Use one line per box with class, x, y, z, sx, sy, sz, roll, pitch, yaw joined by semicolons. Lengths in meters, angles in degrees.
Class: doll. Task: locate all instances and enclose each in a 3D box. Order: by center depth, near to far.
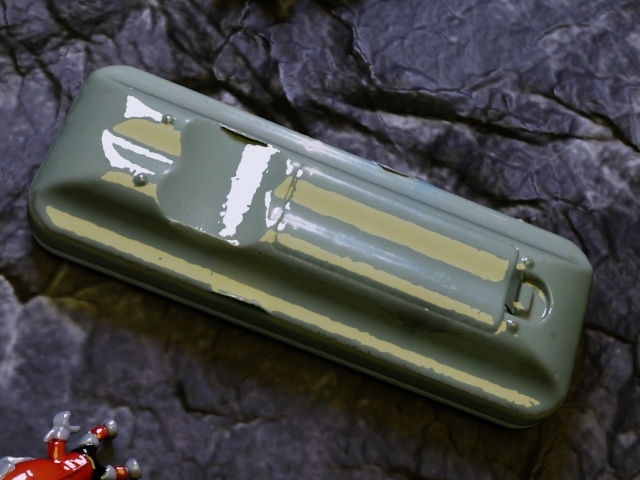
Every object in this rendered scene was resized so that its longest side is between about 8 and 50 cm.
doll;-0.149;0.131;0.575;0.114;0.039;0.057;-26;106;-37

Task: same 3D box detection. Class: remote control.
remote control;0.000;0.000;0.661;0.335;0.065;0.128;21;64;-4
